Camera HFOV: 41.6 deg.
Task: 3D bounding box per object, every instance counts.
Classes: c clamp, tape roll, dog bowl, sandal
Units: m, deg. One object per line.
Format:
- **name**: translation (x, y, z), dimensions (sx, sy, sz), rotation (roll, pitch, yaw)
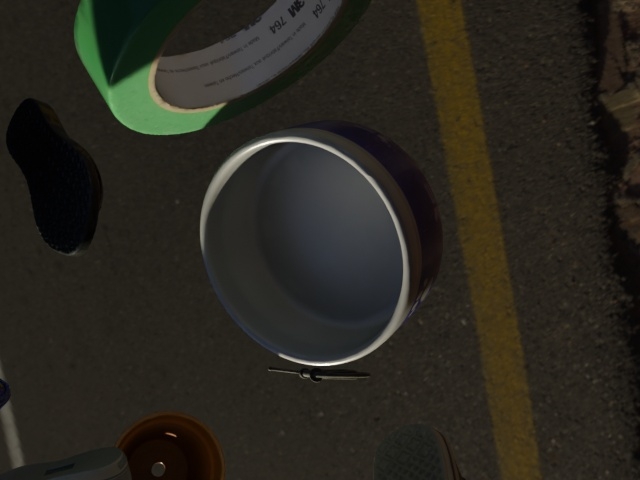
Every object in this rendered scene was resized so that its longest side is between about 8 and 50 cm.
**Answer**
- **c clamp**: translation (0.003, 0.209, 1.312), dimensions (0.160, 0.137, 0.022), rotation (155, 118, -71)
- **tape roll**: translation (-0.087, -0.234, 0.862), dimensions (0.321, 0.321, 0.077), rotation (-45, 72, 40)
- **dog bowl**: translation (0.000, 0.000, 0.953), dimensions (0.264, 0.104, 0.265), rotation (10, 111, 27)
- **sandal**: translation (-0.505, -0.136, 1.676), dimensions (0.168, 0.107, 0.446), rotation (-51, 49, 18)

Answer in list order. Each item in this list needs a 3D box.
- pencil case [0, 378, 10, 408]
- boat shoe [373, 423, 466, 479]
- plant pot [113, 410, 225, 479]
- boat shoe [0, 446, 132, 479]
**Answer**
- **pencil case**: translation (-0.543, 0.303, 1.142), dimensions (0.119, 0.133, 0.306), rotation (33, 96, 39)
- **boat shoe**: translation (0.170, 0.503, 1.223), dimensions (0.186, 0.500, 0.156), rotation (-23, 125, 17)
- **plant pot**: translation (-0.293, 0.424, 1.555), dimensions (0.205, 0.205, 0.188), rotation (60, 158, 4)
- **boat shoe**: translation (-0.363, 0.348, 1.144), dimensions (0.227, 0.079, 0.081), rotation (-15, 104, 6)
